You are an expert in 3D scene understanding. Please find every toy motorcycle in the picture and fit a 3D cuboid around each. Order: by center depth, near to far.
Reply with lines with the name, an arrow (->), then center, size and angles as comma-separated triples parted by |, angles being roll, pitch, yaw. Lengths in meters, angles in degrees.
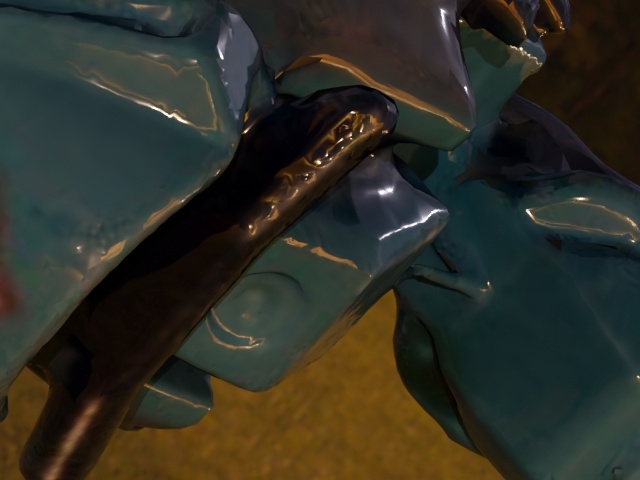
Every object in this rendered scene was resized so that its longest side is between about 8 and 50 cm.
toy motorcycle -> 0.000, 0.000, 0.545 | 0.416, 0.172, 0.232 | 31, 26, -30
